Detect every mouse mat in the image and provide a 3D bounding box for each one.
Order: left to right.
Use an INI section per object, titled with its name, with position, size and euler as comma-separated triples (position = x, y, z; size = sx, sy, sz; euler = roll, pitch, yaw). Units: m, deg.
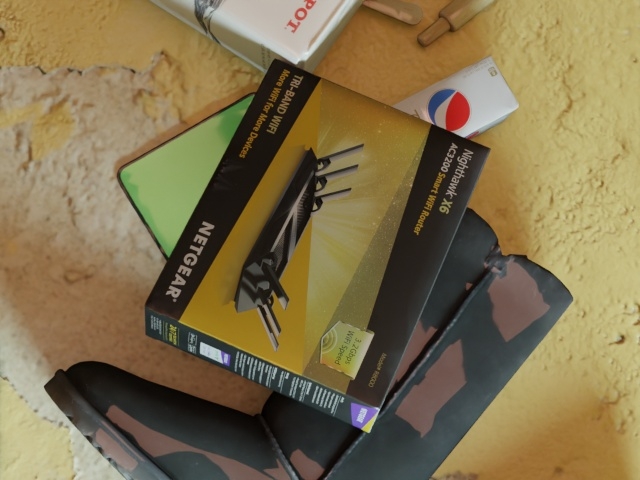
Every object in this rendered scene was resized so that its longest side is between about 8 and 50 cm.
[mouse mat]
position = -0.107, -0.057, 1.534
size = 0.190, 0.007, 0.152
euler = -31, 87, -11

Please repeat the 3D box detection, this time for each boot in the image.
[boot]
position = -0.005, 0.114, 1.451
size = 0.367, 0.146, 0.445
euler = 43, 80, -7

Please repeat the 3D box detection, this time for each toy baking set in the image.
[toy baking set]
position = 0.107, -0.320, 1.597
size = 0.256, 0.030, 0.197
euler = -44, 87, -12

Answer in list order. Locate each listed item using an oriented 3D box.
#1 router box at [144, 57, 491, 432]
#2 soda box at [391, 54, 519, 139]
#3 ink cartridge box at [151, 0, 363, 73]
[router box]
position = 0.000, 0.000, 1.392
size = 0.243, 0.081, 0.308
euler = 23, 65, 4
[soda box]
position = 0.105, -0.119, 1.540
size = 0.216, 0.074, 0.069
euler = -29, 86, -12
[ink cartridge box]
position = -0.081, -0.318, 1.506
size = 0.273, 0.115, 0.198
euler = 33, 78, 5
